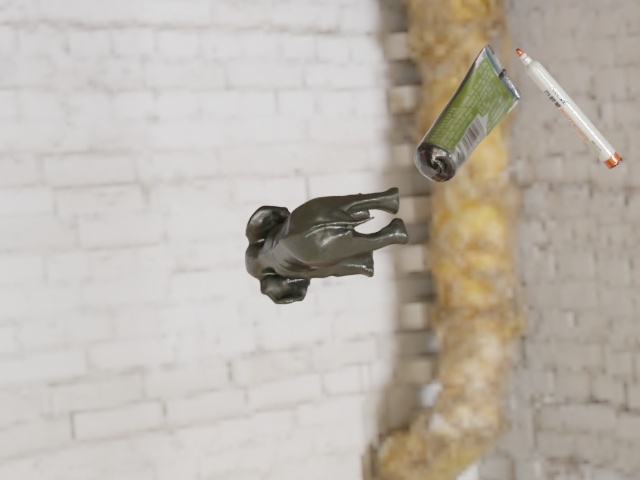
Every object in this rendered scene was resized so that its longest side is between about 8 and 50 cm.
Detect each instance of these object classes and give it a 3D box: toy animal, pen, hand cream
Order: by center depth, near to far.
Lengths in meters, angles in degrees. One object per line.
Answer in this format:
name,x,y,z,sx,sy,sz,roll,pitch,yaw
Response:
toy animal,-0.002,-0.004,1.785,0.146,0.114,0.245,-15,162,-21
hand cream,0.181,-0.148,1.932,0.055,0.086,0.235,-16,-153,42
pen,0.344,-0.186,2.186,0.026,0.218,0.026,-41,-170,9
